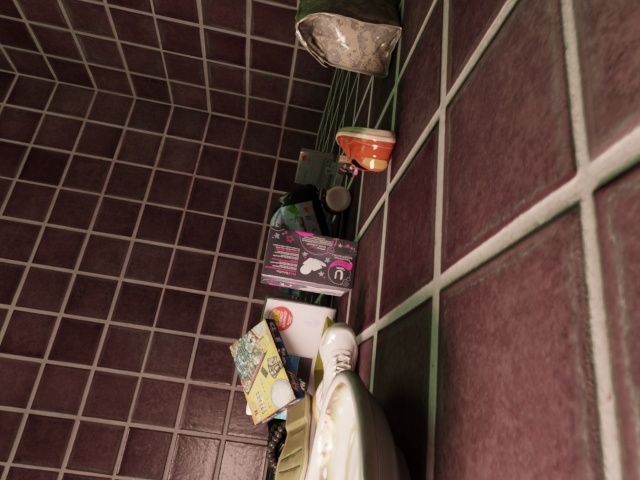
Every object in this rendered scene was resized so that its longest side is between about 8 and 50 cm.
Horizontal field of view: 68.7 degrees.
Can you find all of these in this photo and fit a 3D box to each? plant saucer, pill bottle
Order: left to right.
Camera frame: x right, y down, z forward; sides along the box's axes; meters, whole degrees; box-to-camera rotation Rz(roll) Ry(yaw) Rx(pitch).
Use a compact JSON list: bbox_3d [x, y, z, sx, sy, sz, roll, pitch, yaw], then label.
[{"bbox_3d":[0.023,0.333,1.282,0.188,0.045,0.188,-97,18,-71],"label":"plant saucer"},{"bbox_3d":[0.052,-0.133,1.612,0.152,0.086,0.085,146,134,-81],"label":"pill bottle"},{"bbox_3d":[0.051,0.391,0.659,0.400,0.101,0.399,-170,90,-84],"label":"plant saucer"}]

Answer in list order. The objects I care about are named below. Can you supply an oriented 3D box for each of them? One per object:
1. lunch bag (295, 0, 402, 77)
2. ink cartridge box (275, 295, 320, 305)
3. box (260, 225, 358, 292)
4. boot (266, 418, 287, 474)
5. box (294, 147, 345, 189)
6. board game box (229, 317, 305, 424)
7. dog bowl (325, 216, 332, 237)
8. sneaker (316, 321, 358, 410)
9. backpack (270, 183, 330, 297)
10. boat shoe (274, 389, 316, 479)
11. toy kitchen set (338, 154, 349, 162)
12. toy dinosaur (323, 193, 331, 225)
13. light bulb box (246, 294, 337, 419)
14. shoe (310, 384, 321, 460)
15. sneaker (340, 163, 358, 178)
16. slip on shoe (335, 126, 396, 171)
[{"bbox_3d":[0.066,-0.599,1.324,0.235,0.288,0.168,-87,10,-46],"label":"lunch bag"},{"bbox_3d":[-0.108,0.282,1.933,0.311,0.186,0.065,127,155,-76],"label":"ink cartridge box"},{"bbox_3d":[-0.037,0.067,1.324,0.163,0.248,0.141,120,160,-74],"label":"box"},{"bbox_3d":[-0.138,0.691,1.751,0.260,0.131,0.347,97,169,-56],"label":"boot"},{"bbox_3d":[0.002,-0.278,1.857,0.038,0.187,0.145,-87,9,-52],"label":"box"},{"bbox_3d":[-0.157,0.367,1.321,0.165,0.042,0.243,-39,58,23],"label":"board game box"},{"bbox_3d":[0.000,0.000,1.944,0.297,0.074,0.165,-92,14,-62],"label":"dog bowl"},{"bbox_3d":[0.046,0.295,1.018,0.115,0.091,0.231,-129,41,-74],"label":"sneaker"},{"bbox_3d":[-0.065,0.020,1.641,0.355,0.274,0.290,64,171,1],"label":"backpack"},{"bbox_3d":[-0.036,0.540,1.199,0.113,0.103,0.302,-32,31,34],"label":"boat shoe"},{"bbox_3d":[0.101,-0.284,1.457,0.068,0.075,0.083,-167,83,-83],"label":"toy kitchen set"},{"bbox_3d":[0.045,-0.125,1.881,0.211,0.064,0.112,-71,-24,-65],"label":"toy dinosaur"},{"bbox_3d":[-0.106,0.375,1.566,0.361,0.226,0.357,148,132,-80],"label":"light bulb box"},{"bbox_3d":[0.022,0.432,1.107,0.058,0.076,0.218,-28,33,25],"label":"shoe"},{"bbox_3d":[0.093,-0.236,1.551,0.119,0.057,0.047,155,123,-84],"label":"sneaker"},{"bbox_3d":[0.105,-0.227,1.175,0.331,0.123,0.101,-124,41,-75],"label":"slip on shoe"}]
